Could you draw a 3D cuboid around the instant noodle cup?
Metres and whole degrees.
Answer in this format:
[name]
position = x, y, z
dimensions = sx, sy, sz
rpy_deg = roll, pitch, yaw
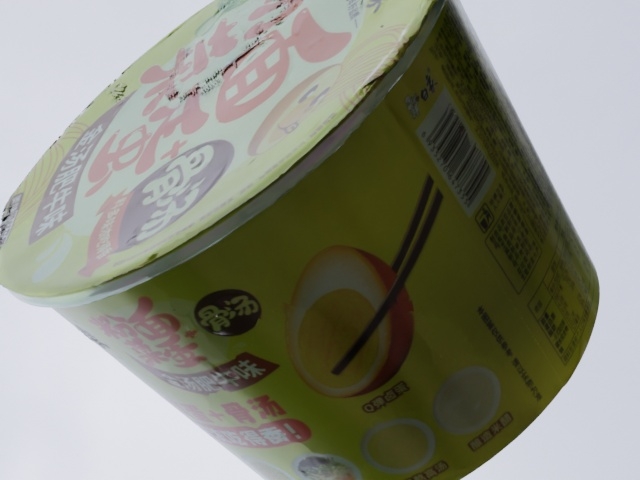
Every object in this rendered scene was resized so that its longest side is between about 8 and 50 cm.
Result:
[instant noodle cup]
position = 0.000, 0.000, 0.920
dimensions = 0.221, 0.311, 0.311
rpy_deg = 52, -119, -24
